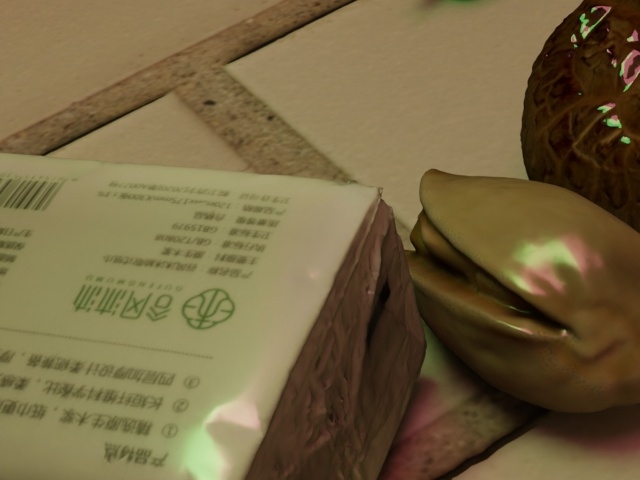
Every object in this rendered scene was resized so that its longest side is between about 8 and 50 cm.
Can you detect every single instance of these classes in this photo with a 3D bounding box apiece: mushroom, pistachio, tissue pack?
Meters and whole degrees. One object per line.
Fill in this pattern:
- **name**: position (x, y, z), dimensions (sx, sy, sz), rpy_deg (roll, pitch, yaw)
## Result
- **mushroom**: position (0.255, -0.092, 0.896), dimensions (0.253, 0.153, 0.253), rpy_deg (-15, 57, 24)
- **pistachio**: position (0.135, 0.028, 0.830), dimensions (0.144, 0.144, 0.215), rpy_deg (-30, 39, -17)
- **tissue pack**: position (-0.146, 0.090, 0.789), dimensions (0.356, 0.194, 0.266), rpy_deg (6, 47, 23)

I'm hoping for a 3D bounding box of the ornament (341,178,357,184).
- **ornament**: position (-0.003, 0.002, 0.958), dimensions (0.068, 0.041, 0.092), rpy_deg (-1, 53, 21)
